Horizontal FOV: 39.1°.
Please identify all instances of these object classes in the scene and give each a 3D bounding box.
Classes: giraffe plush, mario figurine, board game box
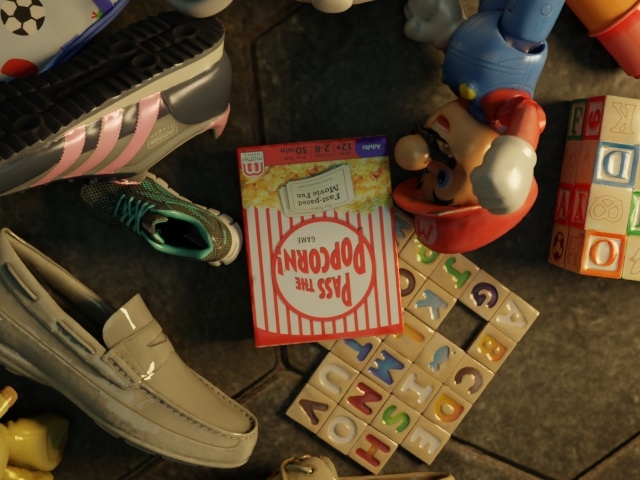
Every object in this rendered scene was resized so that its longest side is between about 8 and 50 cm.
[{"bbox_3d":[-0.359,0.201,0.817,0.170,0.210,0.181,16,62,16],"label":"giraffe plush"},{"bbox_3d":[0.129,-0.138,0.803,0.170,0.198,0.321,16,111,14],"label":"mario figurine"},{"bbox_3d":[0.000,0.000,0.878,0.146,0.045,0.194,-6,94,-2],"label":"board game box"}]

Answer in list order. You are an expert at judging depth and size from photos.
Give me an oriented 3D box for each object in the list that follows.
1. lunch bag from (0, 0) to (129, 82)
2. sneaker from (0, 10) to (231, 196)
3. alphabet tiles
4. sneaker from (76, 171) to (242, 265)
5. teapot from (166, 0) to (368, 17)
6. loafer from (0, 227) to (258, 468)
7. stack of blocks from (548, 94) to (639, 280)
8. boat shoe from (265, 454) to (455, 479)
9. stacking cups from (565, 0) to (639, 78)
[{"bbox_3d":[-0.315,-0.269,0.748,0.243,0.115,0.303,-42,121,0],"label":"lunch bag"},{"bbox_3d":[-0.211,-0.079,0.778,0.319,0.112,0.131,-28,140,-20],"label":"sneaker"},{"bbox_3d":[0.079,0.113,0.922,0.198,0.009,0.237,35,91,-8],"label":"alphabet tiles"},{"bbox_3d":[-0.155,-0.024,0.842,0.166,0.076,0.065,20,98,5],"label":"sneaker"},{"bbox_3d":[0.007,-0.278,0.749,0.252,0.256,0.187,8,78,-20],"label":"teapot"},{"bbox_3d":[-0.191,0.104,0.842,0.319,0.112,0.111,31,100,-7],"label":"loafer"},{"bbox_3d":[0.394,-0.039,0.898,0.297,0.087,0.171,6,95,-6],"label":"stack of blocks"},{"bbox_3d":[-0.013,0.256,0.883,0.302,0.109,0.098,8,86,-9],"label":"boat shoe"},{"bbox_3d":[0.226,-0.290,0.865,0.096,0.096,0.316,-41,103,-1],"label":"stacking cups"}]
